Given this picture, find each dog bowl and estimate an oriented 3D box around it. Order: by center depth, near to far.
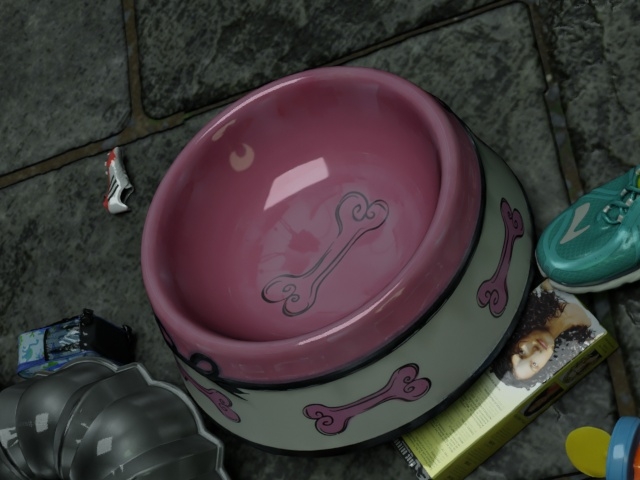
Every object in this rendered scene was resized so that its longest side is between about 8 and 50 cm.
[{"bbox_3d":[0.000,0.000,1.322,0.408,0.150,0.408,-13,53,18],"label":"dog bowl"}]

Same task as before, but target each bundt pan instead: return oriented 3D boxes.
[{"bbox_3d":[-0.256,0.284,1.352,0.331,0.124,0.331,-1,87,21],"label":"bundt pan"}]

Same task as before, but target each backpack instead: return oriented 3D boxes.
[{"bbox_3d":[-0.281,0.134,1.484,0.114,0.105,0.084,-12,68,22],"label":"backpack"}]

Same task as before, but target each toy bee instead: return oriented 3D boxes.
[{"bbox_3d":[0.296,0.227,1.163,0.298,0.162,0.195,-41,47,-22],"label":"toy bee"}]

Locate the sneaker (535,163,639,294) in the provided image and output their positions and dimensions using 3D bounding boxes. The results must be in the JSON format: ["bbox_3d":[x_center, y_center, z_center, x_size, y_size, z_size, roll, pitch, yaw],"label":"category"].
[{"bbox_3d":[0.320,-0.051,1.247,0.275,0.110,0.107,-33,58,4],"label":"sneaker"}]

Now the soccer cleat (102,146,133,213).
[{"bbox_3d":[-0.241,-0.072,1.590,0.035,0.029,0.083,-1,74,16],"label":"soccer cleat"}]

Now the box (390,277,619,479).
[{"bbox_3d":[0.172,0.142,1.290,0.232,0.058,0.087,-43,58,6],"label":"box"}]
